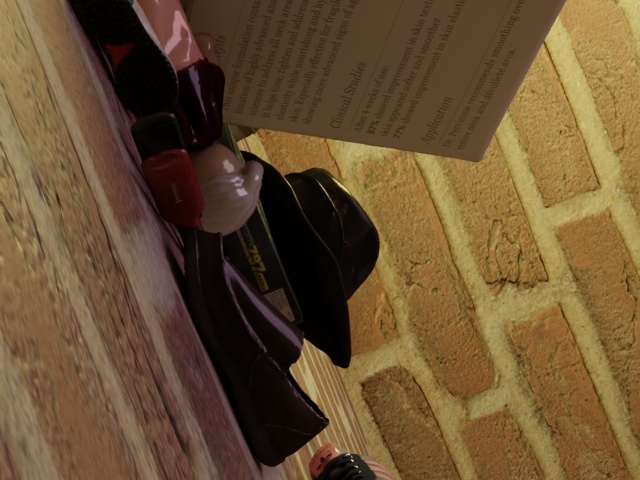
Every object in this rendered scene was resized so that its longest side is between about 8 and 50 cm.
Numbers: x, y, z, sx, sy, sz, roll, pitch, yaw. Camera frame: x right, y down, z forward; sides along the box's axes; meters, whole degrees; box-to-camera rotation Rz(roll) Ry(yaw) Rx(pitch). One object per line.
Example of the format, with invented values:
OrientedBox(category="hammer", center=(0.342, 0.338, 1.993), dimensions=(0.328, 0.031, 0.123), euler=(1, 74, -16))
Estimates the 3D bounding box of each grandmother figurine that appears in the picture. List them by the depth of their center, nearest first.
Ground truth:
OrientedBox(category="grandmother figurine", center=(-0.146, -0.167, 1.359), dimensions=(0.208, 0.104, 0.342), euler=(-36, 110, -61))

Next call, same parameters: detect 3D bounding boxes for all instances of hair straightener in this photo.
OrientedBox(category="hair straightener", center=(-0.120, -0.044, 1.219), dimensions=(0.230, 0.047, 0.089), euler=(67, 2, -59))

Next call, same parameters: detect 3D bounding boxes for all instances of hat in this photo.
OrientedBox(category="hat", center=(0.000, 0.000, 1.858), dimensions=(0.331, 0.134, 0.331), euler=(49, -22, 28))

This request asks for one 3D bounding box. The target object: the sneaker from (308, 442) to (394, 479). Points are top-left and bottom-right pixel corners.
OrientedBox(category="sneaker", center=(0.027, 0.274, 1.448), dimensions=(0.131, 0.112, 0.319), euler=(51, -6, 13))

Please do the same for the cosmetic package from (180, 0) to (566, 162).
OrientedBox(category="cosmetic package", center=(0.042, -0.335, 1.581), dimensions=(0.329, 0.394, 0.327), euler=(114, -20, -52))

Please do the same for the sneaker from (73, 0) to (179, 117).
OrientedBox(category="sneaker", center=(-0.170, -0.183, 1.216), dimensions=(0.161, 0.057, 0.075), euler=(63, 10, -45))

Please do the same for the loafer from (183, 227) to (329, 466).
OrientedBox(category="loafer", center=(-0.054, 0.083, 1.171), dimensions=(0.080, 0.078, 0.220), euler=(-109, 177, -72))

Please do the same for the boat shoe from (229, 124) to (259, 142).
OrientedBox(category="boat shoe", center=(-0.170, -0.254, 1.777), dimensions=(0.104, 0.089, 0.285), euler=(-105, 173, -75))

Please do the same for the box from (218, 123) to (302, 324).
OrientedBox(category="box", center=(-0.095, -0.022, 1.695), dimensions=(0.183, 0.059, 0.232), euler=(-114, -177, -69))
